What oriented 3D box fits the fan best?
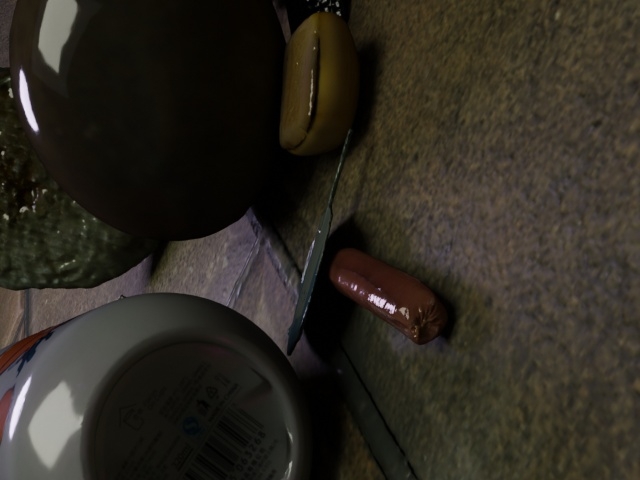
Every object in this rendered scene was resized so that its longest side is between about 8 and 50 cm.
[{"bbox_3d":[0.000,0.000,0.681,0.113,0.005,0.175,144,142,-82],"label":"fan"}]

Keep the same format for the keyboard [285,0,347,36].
[{"bbox_3d":[-0.018,-0.284,0.847,0.061,0.013,0.204,-18,76,33],"label":"keyboard"}]

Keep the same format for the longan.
[{"bbox_3d":[-0.148,-0.145,0.826,0.300,0.243,0.300,177,90,-76],"label":"longan"}]

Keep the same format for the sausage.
[{"bbox_3d":[0.037,0.031,0.592,0.030,0.035,0.147,-41,24,-10],"label":"sausage"}]

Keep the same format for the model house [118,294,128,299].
[{"bbox_3d":[-0.209,0.104,1.028,0.058,0.057,0.083,-64,27,5],"label":"model house"}]

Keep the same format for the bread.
[{"bbox_3d":[0.004,-0.123,0.740,0.082,0.056,0.115,143,133,-57],"label":"bread"}]

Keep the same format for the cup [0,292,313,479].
[{"bbox_3d":[-0.149,0.156,0.686,0.317,0.212,0.212,-21,54,57],"label":"cup"}]

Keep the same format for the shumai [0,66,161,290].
[{"bbox_3d":[-0.314,-0.104,1.193,0.304,0.309,0.263,-50,6,27],"label":"shumai"}]
